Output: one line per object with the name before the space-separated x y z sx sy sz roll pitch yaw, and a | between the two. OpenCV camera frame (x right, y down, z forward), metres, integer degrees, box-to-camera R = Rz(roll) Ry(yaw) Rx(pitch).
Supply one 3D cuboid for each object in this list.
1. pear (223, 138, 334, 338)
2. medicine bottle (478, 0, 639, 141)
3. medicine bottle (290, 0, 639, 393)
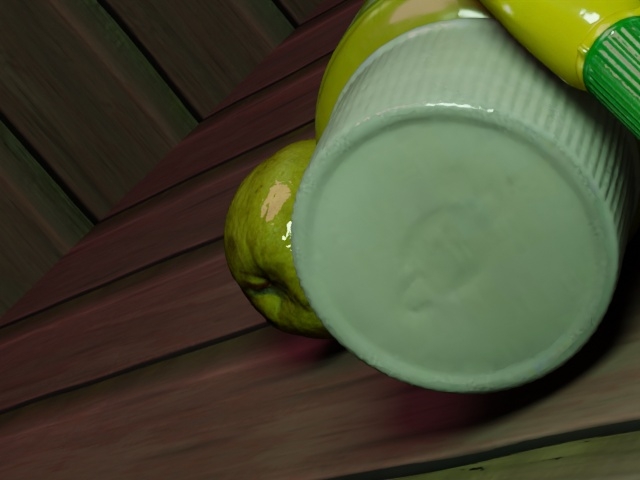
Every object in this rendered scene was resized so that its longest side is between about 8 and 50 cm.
pear | 0.000 0.000 1.469 0.149 0.149 0.162 -30 11 37
medicine bottle | 0.147 -0.109 1.033 0.064 0.095 0.260 -62 37 24
medicine bottle | 0.112 -0.076 1.238 0.224 0.224 0.384 -34 15 26
